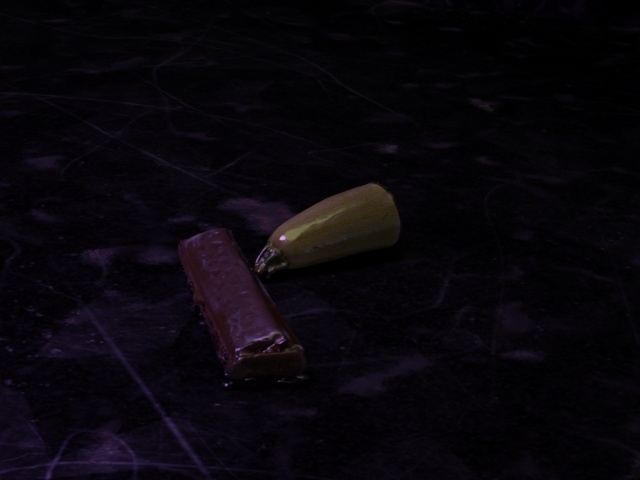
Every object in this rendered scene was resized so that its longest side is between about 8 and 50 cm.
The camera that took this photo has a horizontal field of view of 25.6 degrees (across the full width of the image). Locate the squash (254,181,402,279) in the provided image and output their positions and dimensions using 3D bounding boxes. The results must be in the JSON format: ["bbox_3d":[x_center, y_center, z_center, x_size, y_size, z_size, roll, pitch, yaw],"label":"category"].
[{"bbox_3d":[0.000,0.000,1.836,0.224,0.094,0.094,-23,34,-34],"label":"squash"}]

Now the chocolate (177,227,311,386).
[{"bbox_3d":[-0.097,0.070,1.655,0.102,0.065,0.329,-2,25,-17],"label":"chocolate"}]
